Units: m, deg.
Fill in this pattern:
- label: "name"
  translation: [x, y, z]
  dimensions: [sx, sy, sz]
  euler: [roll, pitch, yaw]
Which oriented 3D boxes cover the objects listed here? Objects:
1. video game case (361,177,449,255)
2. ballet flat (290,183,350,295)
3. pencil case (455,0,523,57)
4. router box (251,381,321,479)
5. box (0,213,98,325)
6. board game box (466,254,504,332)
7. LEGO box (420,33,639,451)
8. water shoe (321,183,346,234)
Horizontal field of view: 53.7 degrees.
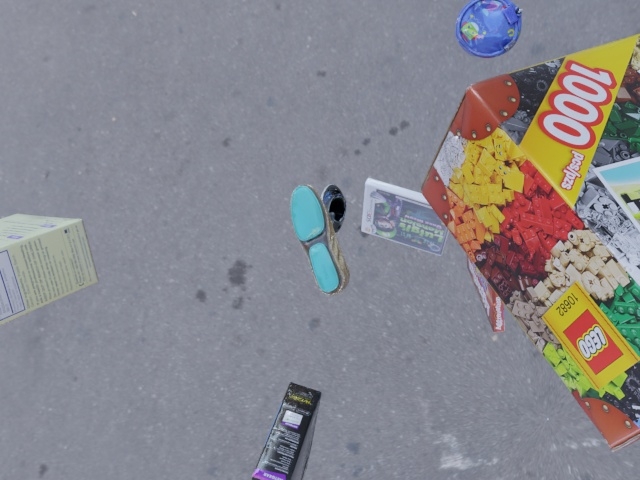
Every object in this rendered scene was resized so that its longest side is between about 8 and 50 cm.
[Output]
- label: "video game case"
  translation: [0.182, -0.047, 1.344]
  dimensions: [0.190, 0.173, 0.022]
  euler: [18, 58, 12]
- label: "ballet flat"
  translation: [0.000, 0.000, 1.125]
  dimensions: [0.073, 0.067, 0.206]
  euler: [-20, 78, 23]
- label: "pencil case"
  translation: [0.362, -0.450, 1.341]
  dimensions: [0.133, 0.306, 0.119]
  euler: [-19, 100, 20]
- label: "router box"
  translation: [-0.046, 0.281, 0.771]
  dimensions: [0.046, 0.179, 0.133]
  euler: [16, 40, 8]
- label: "box"
  translation: [-0.538, 0.049, 1.037]
  dimensions: [0.213, 0.243, 0.117]
  euler: [5, 111, 36]
- label: "board game box"
  translation: [0.364, 0.066, 1.415]
  dimensions: [0.027, 0.281, 0.145]
  euler: [-9, 115, 5]
- label: "LEGO box"
  translation: [0.436, -0.052, 0.745]
  dimensions: [0.500, 0.193, 0.372]
  euler: [-21, 62, -23]
- label: "water shoe"
  translation: [0.046, -0.093, 1.680]
  dimensions: [0.080, 0.073, 0.203]
  euler: [-53, 21, 38]
